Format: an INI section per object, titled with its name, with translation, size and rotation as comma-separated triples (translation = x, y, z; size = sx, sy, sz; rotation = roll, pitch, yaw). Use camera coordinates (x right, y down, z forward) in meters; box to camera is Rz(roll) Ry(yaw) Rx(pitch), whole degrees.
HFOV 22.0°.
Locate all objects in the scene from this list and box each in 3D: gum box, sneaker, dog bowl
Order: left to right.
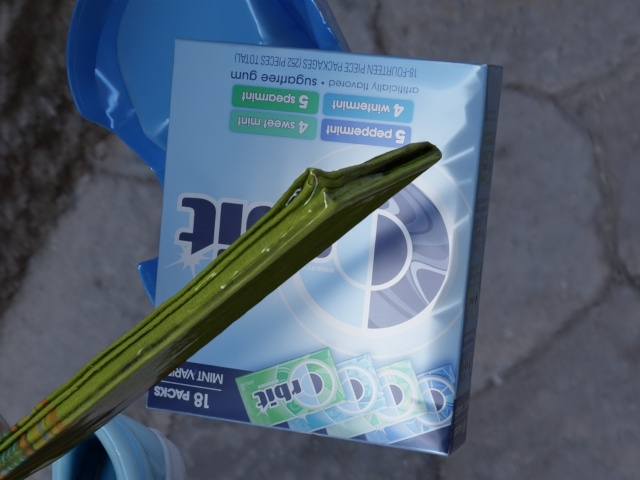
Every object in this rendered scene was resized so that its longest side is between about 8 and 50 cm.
[sneaker]
translation = -0.203, 0.317, 1.483
size = 0.135, 0.150, 0.366
rotation = -28, 49, 22
[dog bowl]
translation = -0.044, -0.066, 0.971
size = 0.166, 0.074, 0.297
rotation = -35, 60, 20
[gum box]
translation = 0.000, 0.000, 0.797
size = 0.157, 0.041, 0.184
rotation = 7, 97, 16

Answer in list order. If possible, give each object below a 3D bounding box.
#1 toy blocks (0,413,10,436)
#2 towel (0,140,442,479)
[toy blocks]
translation = -0.237, 0.130, 0.949
size = 0.123, 0.148, 0.054
rotation = -11, 94, -15
[towel]
translation = -0.059, 0.035, 0.651
size = 0.237, 0.102, 0.021
rotation = -38, 85, 28
